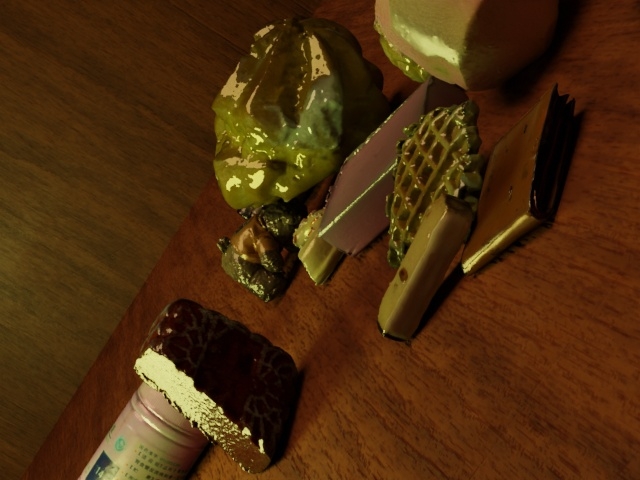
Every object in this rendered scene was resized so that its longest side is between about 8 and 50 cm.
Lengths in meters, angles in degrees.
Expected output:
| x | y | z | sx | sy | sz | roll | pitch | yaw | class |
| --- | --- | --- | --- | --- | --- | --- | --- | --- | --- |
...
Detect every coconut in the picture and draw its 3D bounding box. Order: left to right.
| x | y | z | sx | sy | sz | roll | pitch | yaw | class |
| --- | --- | --- | --- | --- | --- | --- | --- | --- | --- |
| 0.208 | -0.323 | 1.710 | 0.233 | 0.245 | 0.233 | -44 | -25 | -26 | coconut |

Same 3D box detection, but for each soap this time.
| x | y | z | sx | sy | sz | roll | pitch | yaw | class |
| --- | --- | --- | --- | --- | --- | --- | --- | --- | --- |
| 0.110 | -0.111 | 1.883 | 0.259 | 0.081 | 0.181 | -42 | 21 | 44 | soap |

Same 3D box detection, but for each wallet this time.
| x | y | z | sx | sy | sz | roll | pitch | yaw | class |
| --- | --- | --- | --- | --- | --- | --- | --- | --- | --- |
| 0.232 | -0.068 | 1.461 | 0.161 | 0.042 | 0.195 | -50 | 18 | 55 | wallet |

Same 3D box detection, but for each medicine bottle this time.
| x | y | z | sx | sy | sz | roll | pitch | yaw | class |
| --- | --- | --- | --- | --- | --- | --- | --- | --- | --- |
| -0.281 | 0.345 | 2.096 | 0.254 | 0.152 | 0.152 | -57 | 14 | 7 | medicine bottle |

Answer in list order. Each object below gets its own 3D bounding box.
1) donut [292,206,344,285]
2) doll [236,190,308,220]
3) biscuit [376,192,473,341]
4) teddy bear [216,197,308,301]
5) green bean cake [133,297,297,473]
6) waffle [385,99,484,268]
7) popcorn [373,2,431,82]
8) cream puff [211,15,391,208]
| x | y | z | sx | sy | sz | roll | pitch | yaw | class |
| --- | --- | --- | --- | --- | --- | --- | --- | --- | --- |
| 0.002 | -0.004 | 2.055 | 0.108 | 0.065 | 0.166 | -54 | 14 | 14 | donut |
| -0.066 | -0.140 | 2.476 | 0.257 | 0.117 | 0.182 | -59 | 31 | 0 | doll |
| 0.126 | 0.036 | 1.522 | 0.056 | 0.052 | 0.188 | -95 | 28 | -68 | biscuit |
| -0.094 | 0.002 | 2.258 | 0.190 | 0.140 | 0.177 | -49 | 11 | 2 | teddy bear |
| -0.149 | 0.200 | 1.793 | 0.097 | 0.232 | 0.198 | -51 | 11 | 40 | green bean cake |
| 0.145 | -0.071 | 1.634 | 0.214 | 0.054 | 0.208 | -20 | 59 | 61 | waffle |
| 0.185 | -0.364 | 1.932 | 0.259 | 0.212 | 0.259 | -60 | 7 | 13 | popcorn |
| -0.049 | -0.243 | 2.191 | 0.378 | 0.275 | 0.378 | -31 | 12 | 7 | cream puff |
